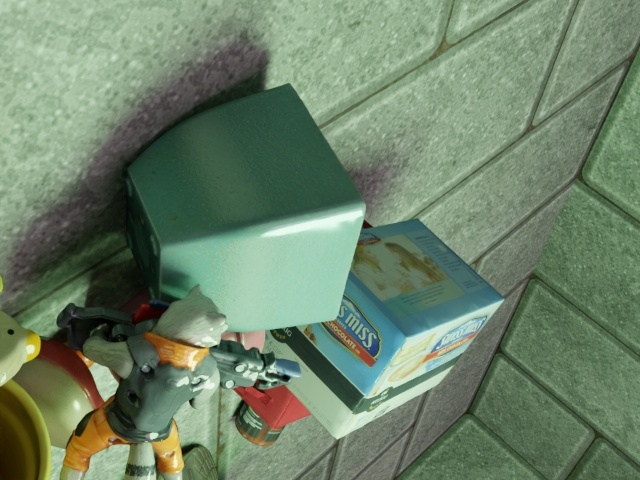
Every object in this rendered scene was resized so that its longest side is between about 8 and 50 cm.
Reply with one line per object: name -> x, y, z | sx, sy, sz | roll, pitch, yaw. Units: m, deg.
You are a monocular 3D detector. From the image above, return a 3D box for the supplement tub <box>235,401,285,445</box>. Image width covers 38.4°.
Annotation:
supplement tub -> -0.098, 0.339, 1.976 | 0.106, 0.106, 0.198 | -8, 134, -57

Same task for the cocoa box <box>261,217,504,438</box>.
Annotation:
cocoa box -> 0.099, 0.130, 1.534 | 0.347, 0.231, 0.228 | -11, 140, -54

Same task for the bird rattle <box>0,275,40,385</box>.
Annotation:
bird rattle -> -0.415, 0.100, 0.953 | 0.253, 0.206, 0.143 | -22, 127, -63

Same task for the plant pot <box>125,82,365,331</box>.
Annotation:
plant pot -> -0.121, -0.023, 1.229 | 0.252, 0.247, 0.248 | -15, 143, -23

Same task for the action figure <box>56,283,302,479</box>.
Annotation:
action figure -> -0.175, 0.215, 1.171 | 0.341, 0.178, 0.330 | 10, 112, -24

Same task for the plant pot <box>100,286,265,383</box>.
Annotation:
plant pot -> -0.211, 0.135, 1.342 | 0.180, 0.201, 0.201 | -28, 149, -44

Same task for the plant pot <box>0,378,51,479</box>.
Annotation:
plant pot -> -0.463, 0.297, 1.121 | 0.254, 0.254, 0.239 | -36, 169, -29

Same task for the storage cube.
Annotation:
storage cube -> -0.056, 0.211, 1.761 | 0.215, 0.183, 0.193 | -9, 133, -56

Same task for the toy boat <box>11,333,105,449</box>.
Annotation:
toy boat -> -0.360, 0.193, 1.289 | 0.231, 0.150, 0.151 | 88, 17, -59

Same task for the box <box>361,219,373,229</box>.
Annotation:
box -> 0.000, 0.000, 1.614 | 0.128, 0.122, 0.257 | -53, 157, 10

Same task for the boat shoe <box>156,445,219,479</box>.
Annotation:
boat shoe -> -0.296, 0.498, 1.882 | 0.116, 0.123, 0.324 | -17, 169, 10
